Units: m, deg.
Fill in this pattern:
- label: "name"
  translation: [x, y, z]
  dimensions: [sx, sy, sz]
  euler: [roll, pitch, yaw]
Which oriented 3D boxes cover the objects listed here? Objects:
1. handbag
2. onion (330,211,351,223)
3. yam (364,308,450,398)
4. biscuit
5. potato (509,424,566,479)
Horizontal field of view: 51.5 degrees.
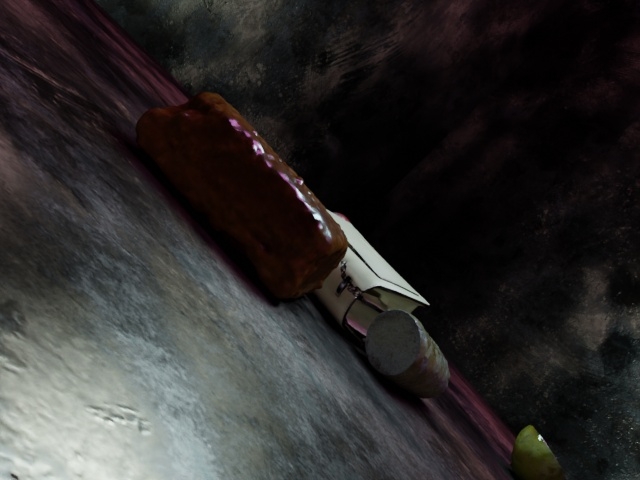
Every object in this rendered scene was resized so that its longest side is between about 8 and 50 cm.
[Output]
- label: "handbag"
  translation: [0.043, 0.066, 1.483]
  dimensions: [0.236, 0.160, 0.358]
  euler: [34, 11, -47]
- label: "onion"
  translation: [0.034, -0.010, 2.305]
  dimensions: [0.159, 0.159, 0.195]
  euler: [45, 25, -16]
- label: "yam"
  translation: [0.193, 0.254, 1.387]
  dimensions: [0.133, 0.133, 0.330]
  euler: [48, 0, 34]
- label: "biscuit"
  translation: [-0.116, -0.079, 1.191]
  dimensions: [0.395, 0.166, 0.342]
  euler: [47, 6, 6]
- label: "potato"
  translation: [0.586, 0.624, 1.822]
  dimensions: [0.160, 0.111, 0.272]
  euler: [60, -1, 45]
